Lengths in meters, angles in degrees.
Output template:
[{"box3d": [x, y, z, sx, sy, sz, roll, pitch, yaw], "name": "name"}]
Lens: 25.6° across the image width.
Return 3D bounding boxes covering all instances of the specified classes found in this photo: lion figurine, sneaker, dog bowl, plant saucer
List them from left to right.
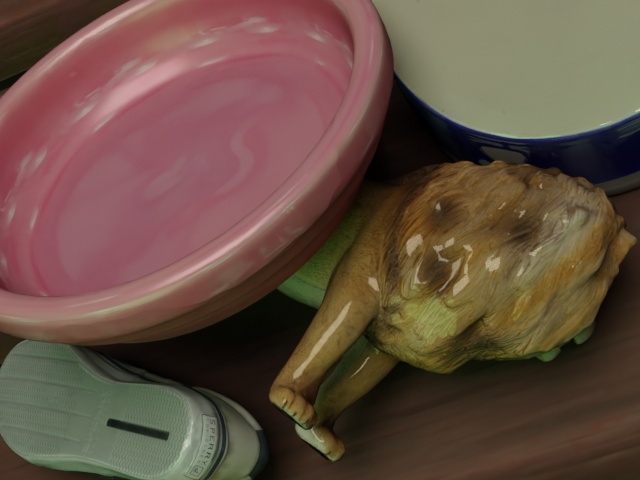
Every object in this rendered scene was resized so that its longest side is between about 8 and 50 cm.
[{"box3d": [-0.141, 0.133, 1.003, 0.258, 0.091, 0.094, 13, 80, 47], "name": "sneaker"}, {"box3d": [-0.097, -0.053, 0.942, 0.332, 0.084, 0.332, -19, 40, 16], "name": "plant saucer"}, {"box3d": [0.000, 0.000, 0.970, 0.392, 0.142, 0.240, 29, 75, 32], "name": "lion figurine"}, {"box3d": [0.172, -0.168, 0.983, 0.265, 0.104, 0.265, -8, 67, 19], "name": "dog bowl"}]
